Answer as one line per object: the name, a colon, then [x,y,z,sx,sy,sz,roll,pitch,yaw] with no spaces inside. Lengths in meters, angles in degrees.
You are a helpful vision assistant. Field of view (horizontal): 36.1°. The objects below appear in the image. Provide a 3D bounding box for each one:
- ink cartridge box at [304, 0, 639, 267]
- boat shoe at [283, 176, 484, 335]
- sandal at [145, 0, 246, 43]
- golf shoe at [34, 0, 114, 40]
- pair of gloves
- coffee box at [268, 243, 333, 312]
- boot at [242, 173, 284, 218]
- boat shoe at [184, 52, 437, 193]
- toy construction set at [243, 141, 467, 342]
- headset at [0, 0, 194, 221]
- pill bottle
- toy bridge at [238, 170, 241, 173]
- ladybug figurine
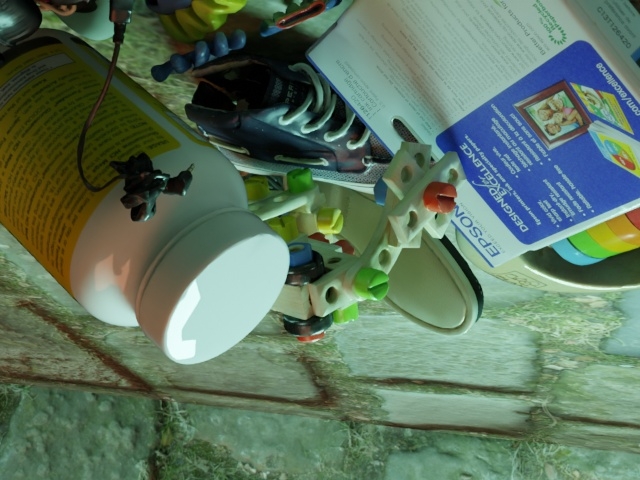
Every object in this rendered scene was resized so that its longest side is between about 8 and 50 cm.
ink cartridge box: [0.163,-0.139,0.899,0.303,0.072,0.307,48,153,-6]
boat shoe: [0.094,-0.012,1.195,0.113,0.127,0.340,-15,-143,-37]
sandal: [-0.087,-0.266,0.814,0.138,0.126,0.317,28,150,-31]
golf shoe: [-0.248,-0.251,0.914,0.105,0.120,0.273,5,159,6]
pair of gloves: [-0.068,-0.198,0.934,0.198,0.023,0.159,-24,-167,-1]
coffee box: [-0.094,0.054,1.632,0.246,0.098,0.141,-3,155,29]
boot: [-0.106,-0.044,1.399,0.190,0.076,0.208,2,173,-43]
boat shoe: [0.012,-0.132,1.085,0.340,0.127,0.158,2,165,20]
toy construction set: [0.000,0.000,1.017,0.215,0.151,0.328,-27,-168,-37]
headset: [-0.212,-0.201,0.702,0.243,0.394,0.185,-26,-160,-6]
pill bottle: [-0.191,-0.042,0.914,0.334,0.188,0.188,40,172,28]
toy bridge: [-0.143,-0.098,1.323,0.188,0.063,0.026,-11,150,42]
ladybug figurine: [0.333,-0.060,1.092,0.305,0.162,0.449,22,154,-28]
